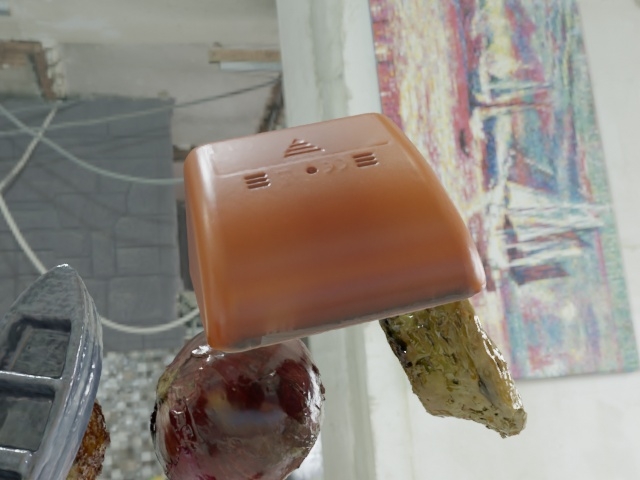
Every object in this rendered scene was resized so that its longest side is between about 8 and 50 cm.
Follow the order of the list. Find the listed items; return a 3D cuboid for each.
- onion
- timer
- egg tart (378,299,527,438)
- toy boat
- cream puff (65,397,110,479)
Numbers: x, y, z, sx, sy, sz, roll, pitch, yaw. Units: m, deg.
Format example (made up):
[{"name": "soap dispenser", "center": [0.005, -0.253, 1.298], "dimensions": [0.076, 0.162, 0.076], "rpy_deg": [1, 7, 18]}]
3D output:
[{"name": "onion", "center": [-0.116, 0.250, 1.196], "dimensions": [0.276, 0.276, 0.276], "rpy_deg": [-5, -13, -1]}, {"name": "timer", "center": [0.000, 0.000, 0.813], "dimensions": [0.258, 0.161, 0.250], "rpy_deg": [-12, 32, -10]}, {"name": "egg tart", "center": [0.164, 0.134, 1.146], "dimensions": [0.129, 0.341, 0.341], "rpy_deg": [-28, -17, 7]}, {"name": "toy boat", "center": [-0.299, 0.160, 0.855], "dimensions": [0.127, 0.282, 0.078], "rpy_deg": [2, -28, 22]}, {"name": "cream puff", "center": [-0.402, 0.281, 1.099], "dimensions": [0.240, 0.239, 0.164], "rpy_deg": [-1, -6, -18]}]
